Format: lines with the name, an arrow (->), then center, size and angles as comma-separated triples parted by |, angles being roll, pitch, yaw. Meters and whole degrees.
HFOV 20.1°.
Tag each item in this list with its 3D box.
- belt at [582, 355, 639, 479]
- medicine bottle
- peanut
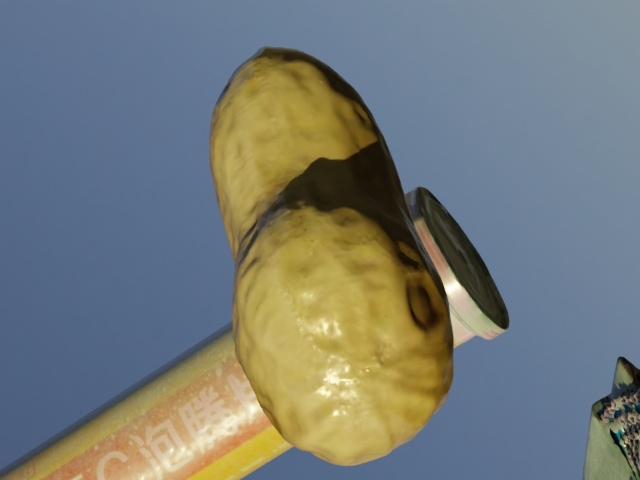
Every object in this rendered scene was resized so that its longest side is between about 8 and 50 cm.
belt -> 0.246, 0.212, 1.019 | 0.325, 0.122, 0.260 | 88, 156, -44
medicine bottle -> -0.081, 0.124, 1.183 | 0.108, 0.426, 0.108 | 51, -165, -19
peanut -> 0.000, 0.000, 0.936 | 0.120, 0.110, 0.236 | 11, -124, -44
